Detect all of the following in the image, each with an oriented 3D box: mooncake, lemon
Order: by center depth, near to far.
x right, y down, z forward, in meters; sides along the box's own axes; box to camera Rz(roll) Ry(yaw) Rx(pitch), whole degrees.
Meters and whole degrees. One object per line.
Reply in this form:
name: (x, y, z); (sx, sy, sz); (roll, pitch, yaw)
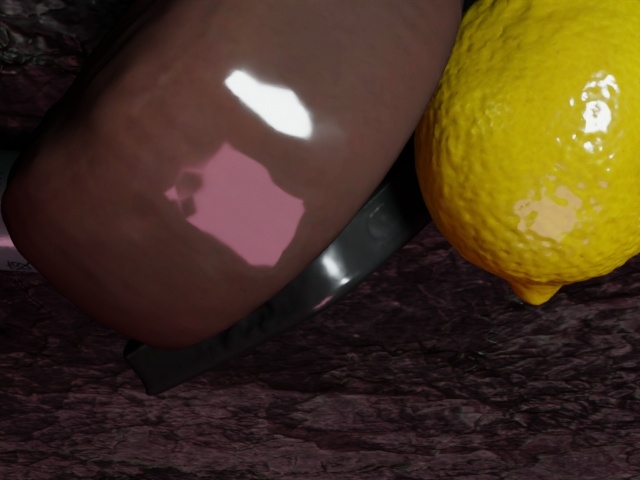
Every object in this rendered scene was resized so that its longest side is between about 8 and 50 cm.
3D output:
mooncake: (-0.064, -0.090, 0.799); (0.174, 0.334, 0.326); (37, 178, -13)
lemon: (0.152, -0.073, 0.800); (0.187, 0.244, 0.187); (0, -165, 0)

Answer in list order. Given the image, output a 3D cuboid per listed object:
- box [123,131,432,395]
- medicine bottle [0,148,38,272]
box: (0.000, 0.000, 0.975); (0.073, 0.290, 0.289); (54, 138, -6)
medicine bottle: (-0.320, -0.030, 1.102); (0.352, 0.110, 0.110); (4, 153, -1)
